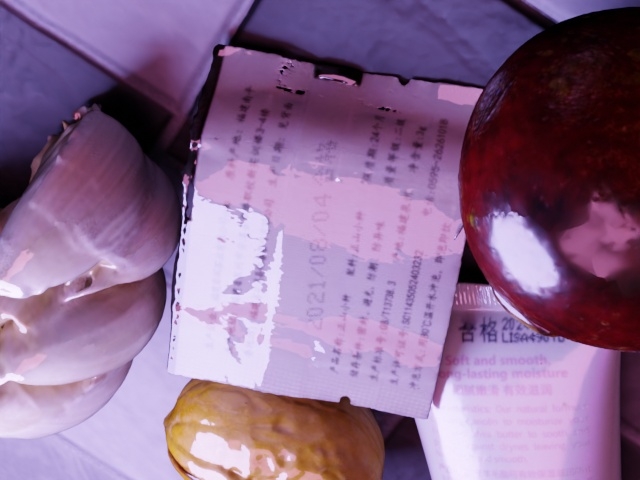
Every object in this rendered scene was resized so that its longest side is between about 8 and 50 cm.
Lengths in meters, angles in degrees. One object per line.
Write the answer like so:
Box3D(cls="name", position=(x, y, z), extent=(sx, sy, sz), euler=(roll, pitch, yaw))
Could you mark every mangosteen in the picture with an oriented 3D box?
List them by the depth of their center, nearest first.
Box3D(cls="mangosteen", position=(0.181, -0.026, 1.041), extent=(0.215, 0.215, 0.257), euler=(31, 156, -3))

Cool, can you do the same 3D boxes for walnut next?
Box3D(cls="walnut", position=(-0.034, 0.159, 1.268), extent=(0.180, 0.144, 0.144), euler=(19, 127, 9))

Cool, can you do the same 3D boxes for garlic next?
Box3D(cls="garlic", position=(-0.207, 0.050, 1.213), extent=(0.281, 0.203, 0.185), euler=(-31, 111, 31))

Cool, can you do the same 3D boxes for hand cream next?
Box3D(cls="hand cream", position=(0.156, 0.188, 1.254), extent=(0.185, 0.118, 0.359), euler=(0, 115, 22))

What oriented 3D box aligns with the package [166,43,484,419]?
Box3D(cls="package", position=(0.000, 0.000, 1.163), extent=(0.204, 0.062, 0.251), euler=(11, 107, 6))
